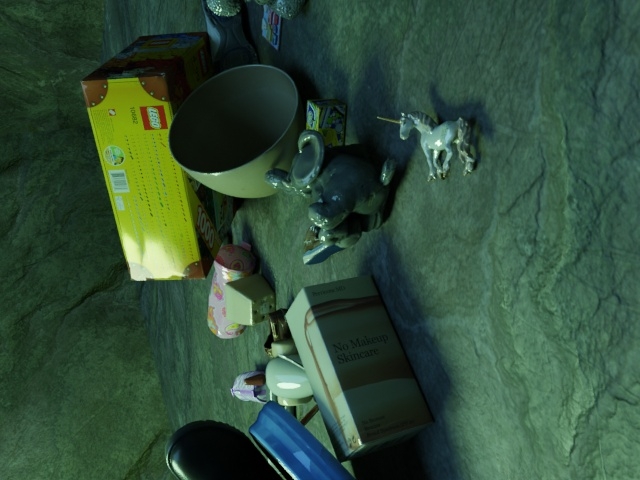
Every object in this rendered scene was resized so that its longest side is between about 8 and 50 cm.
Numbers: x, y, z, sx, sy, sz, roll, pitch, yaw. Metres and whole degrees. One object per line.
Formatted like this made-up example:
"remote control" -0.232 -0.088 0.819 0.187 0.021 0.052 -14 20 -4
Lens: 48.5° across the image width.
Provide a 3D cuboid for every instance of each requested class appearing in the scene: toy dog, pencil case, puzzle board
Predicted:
"toy dog" -0.059 0.307 1.561 0.333 0.161 0.220 -45 59 61
"pencil case" -0.178 0.400 1.941 0.206 0.088 0.086 -26 74 64
"pencil case" -0.245 0.139 1.961 0.124 0.124 0.284 56 145 42
"puzzle board" -0.106 -0.491 1.544 0.096 0.011 0.128 52 143 45

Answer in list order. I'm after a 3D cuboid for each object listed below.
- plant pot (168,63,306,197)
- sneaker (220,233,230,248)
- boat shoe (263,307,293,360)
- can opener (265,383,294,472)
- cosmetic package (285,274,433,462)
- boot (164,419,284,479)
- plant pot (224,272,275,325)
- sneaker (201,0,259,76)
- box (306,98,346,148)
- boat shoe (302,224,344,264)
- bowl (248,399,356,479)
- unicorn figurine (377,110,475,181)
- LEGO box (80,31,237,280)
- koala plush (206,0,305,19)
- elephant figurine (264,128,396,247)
"plant pot" -0.144 -0.198 1.486 0.284 0.284 0.191 59 -178 38
"sneaker" -0.326 -0.026 2.122 0.234 0.078 0.106 36 128 52
"boat shoe" -0.106 0.251 1.751 0.073 0.073 0.206 48 142 47
"can opener" -0.109 0.475 1.837 0.093 0.074 0.280 -145 50 -58
"cosmetic package" 0.063 0.226 1.283 0.296 0.153 0.129 66 152 24
"boot" -0.074 0.527 1.264 0.367 0.146 0.445 43 174 -29
"plant pot" -0.174 0.161 1.832 0.096 0.109 0.109 25 122 47
"sneaker" -0.214 -0.455 1.714 0.129 0.111 0.297 128 133 -78
"box" 0.007 -0.181 1.357 0.054 0.059 0.168 -135 42 -55
"boat shoe" 0.000 0.000 1.433 0.183 0.066 0.066 146 113 -63
"bowl" 0.009 0.476 1.358 0.391 0.077 0.391 43 163 17
"unicorn figurine" 0.168 -0.144 1.040 0.162 0.060 0.111 -7 92 49
"LEGO box" -0.364 -0.207 1.721 0.372 0.193 0.500 -78 -15 -60
"koala plush" -0.123 -0.570 1.350 0.221 0.196 0.203 107 154 -51
"elephant figurine" 0.007 -0.118 1.251 0.239 0.186 0.169 57 175 32
